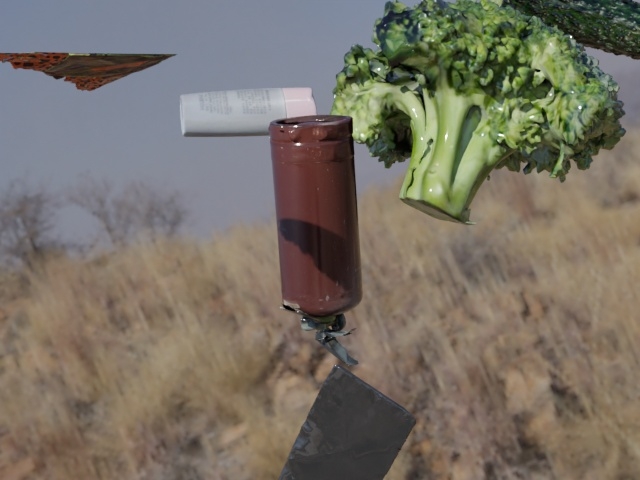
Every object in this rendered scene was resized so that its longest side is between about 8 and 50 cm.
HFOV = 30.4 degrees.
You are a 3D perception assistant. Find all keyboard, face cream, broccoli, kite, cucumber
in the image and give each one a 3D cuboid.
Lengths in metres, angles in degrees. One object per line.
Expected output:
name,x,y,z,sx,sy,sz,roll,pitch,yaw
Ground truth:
keyboard,0.009,0.180,0.902,0.015,0.074,0.196,-49,-15,-53
face cream,-0.105,-0.187,1.725,0.198,0.084,0.057,-2,-40,-9
broccoli,0.197,-0.186,1.588,0.317,0.338,0.277,-37,-3,-10
kite,-0.178,-0.147,0.986,0.125,0.008,0.222,-8,-1,12
cucumber,0.437,-0.335,1.806,0.359,0.096,0.096,12,-1,-6

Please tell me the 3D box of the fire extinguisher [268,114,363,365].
fire extinguisher,0.000,0.000,1.301,0.105,0.269,0.105,-3,12,1
